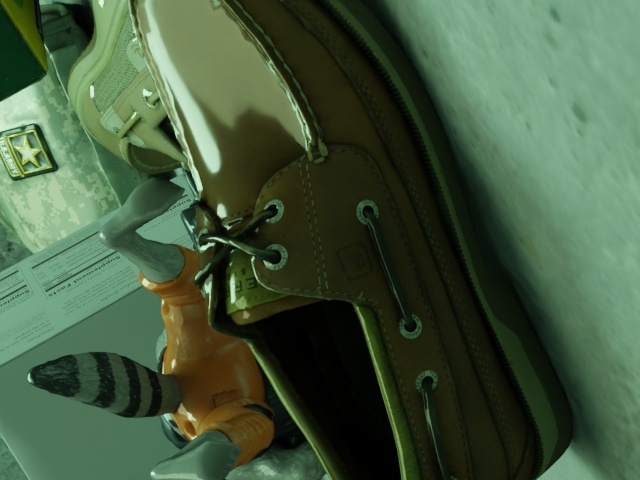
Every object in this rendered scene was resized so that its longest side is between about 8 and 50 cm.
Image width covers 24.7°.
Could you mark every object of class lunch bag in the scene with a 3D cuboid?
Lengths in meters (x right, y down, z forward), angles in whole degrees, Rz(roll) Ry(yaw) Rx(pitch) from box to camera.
[{"bbox_3d":[-0.281,-0.115,1.518,0.287,0.169,0.235,14,129,64],"label":"lunch bag"}]

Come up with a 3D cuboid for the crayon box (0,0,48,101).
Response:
[{"bbox_3d":[-0.378,-0.322,1.319,0.313,0.106,0.363,60,-176,-33],"label":"crayon box"}]

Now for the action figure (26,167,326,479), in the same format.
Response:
[{"bbox_3d":[-0.100,0.067,1.096,0.341,0.178,0.330,61,180,19],"label":"action figure"}]

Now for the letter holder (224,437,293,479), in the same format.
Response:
[{"bbox_3d":[-0.152,0.193,1.670,0.302,0.152,0.214,49,162,26],"label":"letter holder"}]

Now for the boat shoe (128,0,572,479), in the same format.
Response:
[{"bbox_3d":[0.000,0.000,0.638,0.307,0.104,0.111,56,144,-5],"label":"boat shoe"}]

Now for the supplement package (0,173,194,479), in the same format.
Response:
[{"bbox_3d":[-0.179,0.104,1.344,0.145,0.262,0.204,46,162,55],"label":"supplement package"}]

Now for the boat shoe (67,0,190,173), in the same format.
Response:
[{"bbox_3d":[-0.075,-0.085,0.838,0.098,0.109,0.302,60,163,9],"label":"boat shoe"}]
